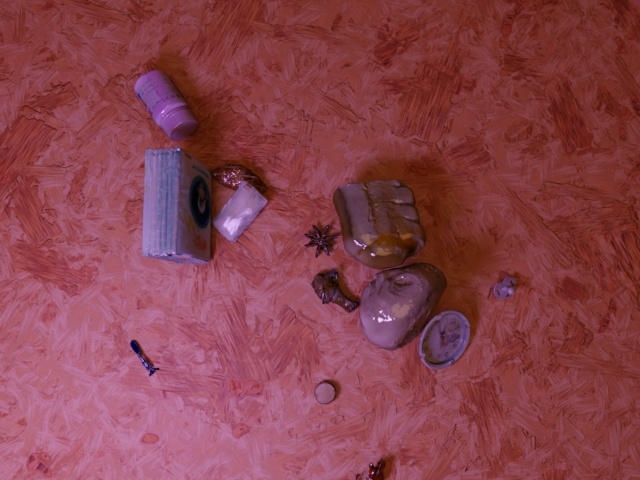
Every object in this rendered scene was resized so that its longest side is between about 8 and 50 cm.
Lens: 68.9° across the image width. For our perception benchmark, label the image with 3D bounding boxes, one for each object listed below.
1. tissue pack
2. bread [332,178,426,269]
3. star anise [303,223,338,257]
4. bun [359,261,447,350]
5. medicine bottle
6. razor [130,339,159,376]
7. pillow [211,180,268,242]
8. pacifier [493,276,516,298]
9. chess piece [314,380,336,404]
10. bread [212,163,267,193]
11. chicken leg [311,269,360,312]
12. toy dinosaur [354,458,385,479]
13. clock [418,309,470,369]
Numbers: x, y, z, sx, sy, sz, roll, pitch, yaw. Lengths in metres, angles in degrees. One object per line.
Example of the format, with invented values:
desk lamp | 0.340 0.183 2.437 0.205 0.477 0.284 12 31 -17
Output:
tissue pack | -0.516 -0.117 1.710 0.162 0.287 0.387 -3 81 11
bread | 0.219 -0.042 1.716 0.301 0.210 0.341 -12 64 -9
star anise | -0.001 -0.001 1.817 0.141 0.042 0.141 0 85 0
bun | 0.283 0.221 1.654 0.234 0.326 0.362 38 68 27
medicine bottle | -0.606 -0.532 1.841 0.152 0.152 0.254 -36 84 -5
razor | -0.672 0.439 1.758 0.044 0.028 0.154 -37 84 -5
pillow | -0.316 -0.112 1.810 0.128 0.051 0.229 39 100 -4
pacifier | 0.714 0.188 1.775 0.099 0.078 0.081 -34 104 -6
chess piece | 0.017 0.566 1.736 0.084 0.038 0.083 0 84 0
bread | -0.320 -0.247 1.839 0.233 0.076 0.104 20 84 1
chicken leg | 0.051 0.203 1.772 0.125 0.080 0.196 -34 84 -18
toy dinosaur | 0.105 0.971 1.651 0.208 0.097 0.431 17 86 -7
clock | 0.449 0.360 1.723 0.237 0.053 0.236 -6 105 -24
